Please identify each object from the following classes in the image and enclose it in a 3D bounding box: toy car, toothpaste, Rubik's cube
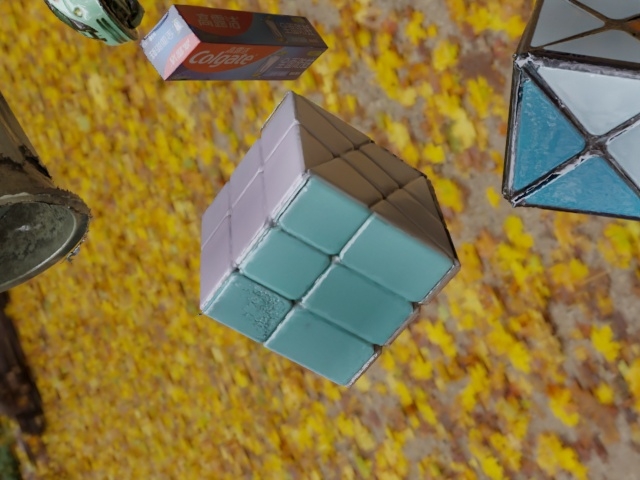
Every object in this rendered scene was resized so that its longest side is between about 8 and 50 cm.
[{"bbox_3d":[-0.379,-0.423,1.637,0.306,0.125,0.136,63,-172,21],"label":"toy car"},{"bbox_3d":[-0.105,-0.256,1.405,0.076,0.320,0.066,-41,78,28],"label":"toothpaste"},{"bbox_3d":[0.405,-0.197,1.518,0.248,0.250,0.246,9,128,16],"label":"Rubik's cube"},{"bbox_3d":[0.000,0.000,1.297,0.224,0.231,0.221,-50,25,23],"label":"Rubik's cube"}]

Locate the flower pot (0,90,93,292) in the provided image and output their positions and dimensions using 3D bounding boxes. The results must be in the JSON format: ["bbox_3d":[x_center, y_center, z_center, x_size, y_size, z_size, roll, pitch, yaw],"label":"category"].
[{"bbox_3d":[-0.448,-0.077,1.290,0.259,0.290,0.290,65,157,16],"label":"flower pot"}]
